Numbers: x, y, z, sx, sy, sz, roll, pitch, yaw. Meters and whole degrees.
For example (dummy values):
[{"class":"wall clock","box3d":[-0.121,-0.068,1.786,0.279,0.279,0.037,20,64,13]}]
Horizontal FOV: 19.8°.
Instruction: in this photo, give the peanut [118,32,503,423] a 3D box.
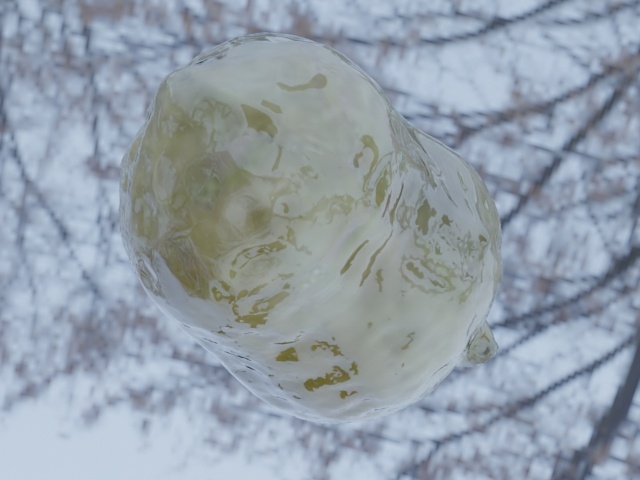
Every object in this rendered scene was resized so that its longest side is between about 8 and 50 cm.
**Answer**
[{"class":"peanut","box3d":[0.000,0.000,0.706,0.129,0.129,0.224,32,178,33]}]
